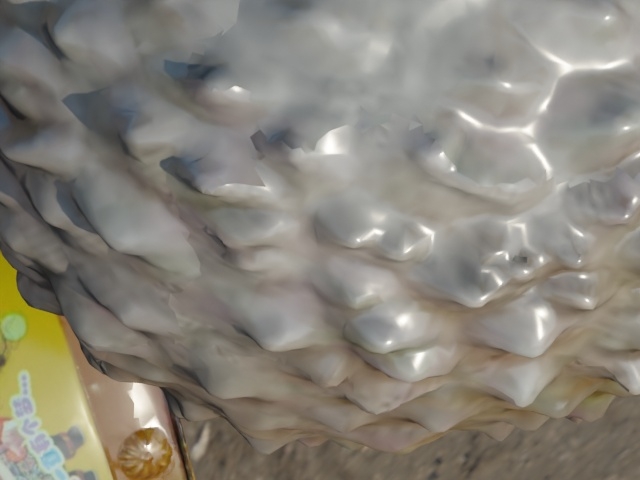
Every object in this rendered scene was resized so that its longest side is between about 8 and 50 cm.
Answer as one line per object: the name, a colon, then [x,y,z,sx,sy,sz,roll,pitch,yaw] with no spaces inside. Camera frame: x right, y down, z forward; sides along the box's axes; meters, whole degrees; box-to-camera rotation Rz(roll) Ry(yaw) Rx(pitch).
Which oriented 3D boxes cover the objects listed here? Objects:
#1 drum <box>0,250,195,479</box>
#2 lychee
drum: [-0.234,0.066,1.126,0.214,0.431,0.431,-20,76,-15]
lychee: [0.032,-0.091,0.794,0.432,0.380,0.380,13,70,-1]
